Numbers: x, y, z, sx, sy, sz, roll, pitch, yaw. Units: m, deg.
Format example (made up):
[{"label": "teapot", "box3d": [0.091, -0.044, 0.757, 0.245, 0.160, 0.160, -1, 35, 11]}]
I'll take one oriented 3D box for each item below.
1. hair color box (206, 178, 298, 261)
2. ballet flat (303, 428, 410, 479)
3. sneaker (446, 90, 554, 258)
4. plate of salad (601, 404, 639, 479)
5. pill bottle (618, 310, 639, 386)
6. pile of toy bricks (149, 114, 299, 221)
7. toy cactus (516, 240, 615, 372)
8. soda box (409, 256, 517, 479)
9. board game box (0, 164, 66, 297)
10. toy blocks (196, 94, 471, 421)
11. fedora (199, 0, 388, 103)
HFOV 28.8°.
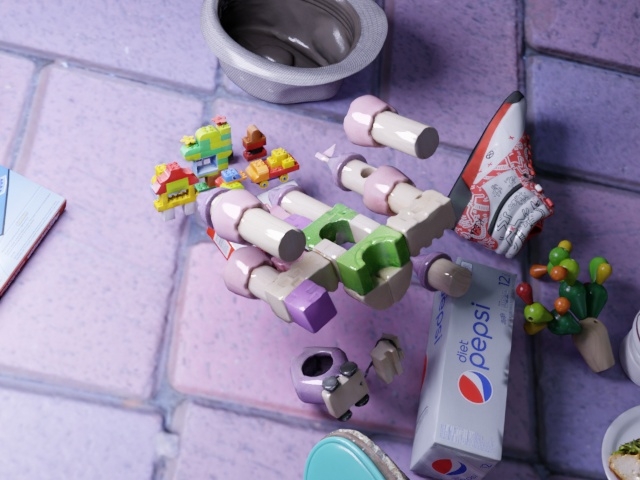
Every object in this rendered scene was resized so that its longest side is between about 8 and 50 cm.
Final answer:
[{"label": "hair color box", "box3d": [-0.078, -0.023, 1.714, 0.141, 0.043, 0.072, -26, 68, -28]}, {"label": "ballet flat", "box3d": [0.123, 0.438, 1.399, 0.182, 0.164, 0.483, 17, 39, -45]}, {"label": "sneaker", "box3d": [0.286, -0.093, 1.847, 0.145, 0.090, 0.270, 30, 57, 2]}, {"label": "plate of salad", "box3d": [0.474, 0.289, 1.652, 0.200, 0.048, 0.200, 1, 45, -1]}, {"label": "pill bottle", "box3d": [0.499, 0.114, 1.692, 0.121, 0.221, 0.121, 8, 55, -12]}, {"label": "pile of toy bricks", "box3d": [-0.143, -0.119, 1.699, 0.212, 0.105, 0.118, -19, 42, -21]}, {"label": "toy cactus", "box3d": [0.349, 0.099, 1.735, 0.219, 0.112, 0.180, -25, 92, -58]}, {"label": "soda box", "box3d": [0.189, 0.170, 1.635, 0.091, 0.098, 0.286, 17, 55, -7]}, {"label": "board game box", "box3d": [-0.455, 0.018, 1.580, 0.145, 0.027, 0.281, 28, 54, 0]}, {"label": "toy blocks", "box3d": [0.000, 0.000, 1.608, 0.288, 0.309, 0.260, -37, 38, -23]}, {"label": "fedora", "box3d": [-0.046, -0.285, 1.847, 0.275, 0.124, 0.244, 15, 52, 3]}]
